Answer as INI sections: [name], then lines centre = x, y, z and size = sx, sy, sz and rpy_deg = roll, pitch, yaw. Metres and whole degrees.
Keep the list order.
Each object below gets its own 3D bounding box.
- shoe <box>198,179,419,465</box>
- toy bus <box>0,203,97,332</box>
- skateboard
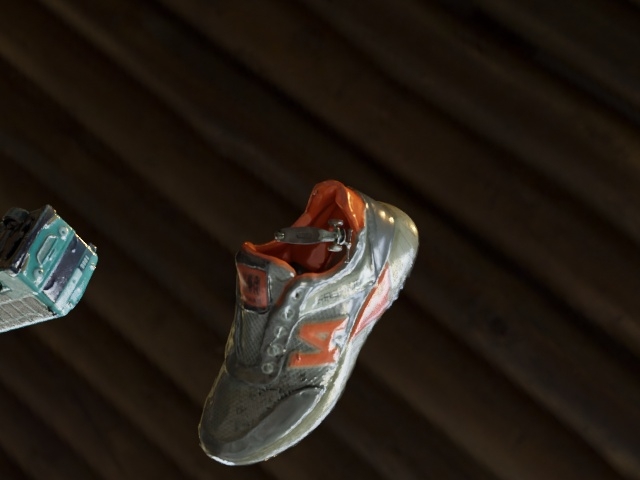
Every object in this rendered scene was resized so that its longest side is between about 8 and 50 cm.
[shoe]
centre = -0.040, 0.076, 1.764
size = 0.132, 0.171, 0.336
rpy_deg = 28, -99, 43
[toy bus]
centre = -0.272, 0.030, 1.483
size = 0.160, 0.079, 0.092
rpy_deg = -16, -51, 47
[skateboard]
centre = 0.000, 0.000, 1.512
size = 0.064, 0.083, 0.032
rpy_deg = 0, -97, 16
